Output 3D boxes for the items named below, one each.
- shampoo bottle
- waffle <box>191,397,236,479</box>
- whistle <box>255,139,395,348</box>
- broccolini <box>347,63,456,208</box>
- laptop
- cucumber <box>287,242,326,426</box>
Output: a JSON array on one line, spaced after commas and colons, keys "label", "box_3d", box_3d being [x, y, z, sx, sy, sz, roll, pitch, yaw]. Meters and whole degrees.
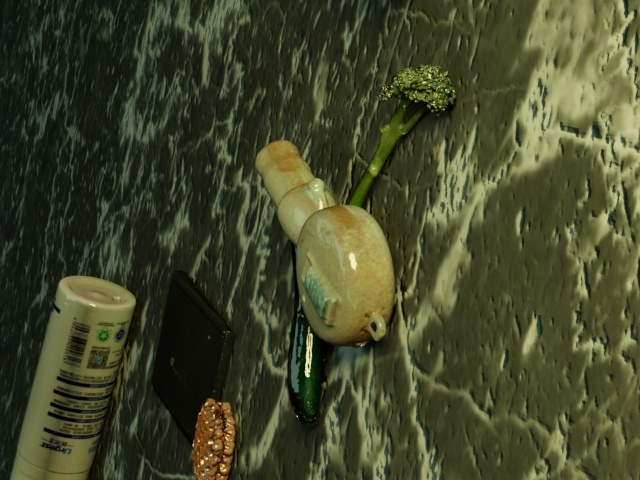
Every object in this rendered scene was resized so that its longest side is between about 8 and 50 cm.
[{"label": "shampoo bottle", "box_3d": [-0.287, 0.194, 1.968, 0.092, 0.092, 0.303, -128, 51, -62]}, {"label": "waffle", "box_3d": [-0.098, 0.188, 1.576, 0.075, 0.029, 0.083, -116, 38, -61]}, {"label": "whistle", "box_3d": [0.000, 0.000, 1.337, 0.220, 0.057, 0.107, -118, 31, -43]}, {"label": "broccolini", "box_3d": [0.057, -0.072, 1.316, 0.194, 0.054, 0.052, 113, -179, -51]}, {"label": "laptop", "box_3d": [-0.130, 0.119, 1.707, 0.197, 0.016, 0.135, -139, 60, -66]}, {"label": "cucumber", "box_3d": [-0.009, 0.058, 1.409, 0.036, 0.033, 0.184, -15, 67, 44]}]
